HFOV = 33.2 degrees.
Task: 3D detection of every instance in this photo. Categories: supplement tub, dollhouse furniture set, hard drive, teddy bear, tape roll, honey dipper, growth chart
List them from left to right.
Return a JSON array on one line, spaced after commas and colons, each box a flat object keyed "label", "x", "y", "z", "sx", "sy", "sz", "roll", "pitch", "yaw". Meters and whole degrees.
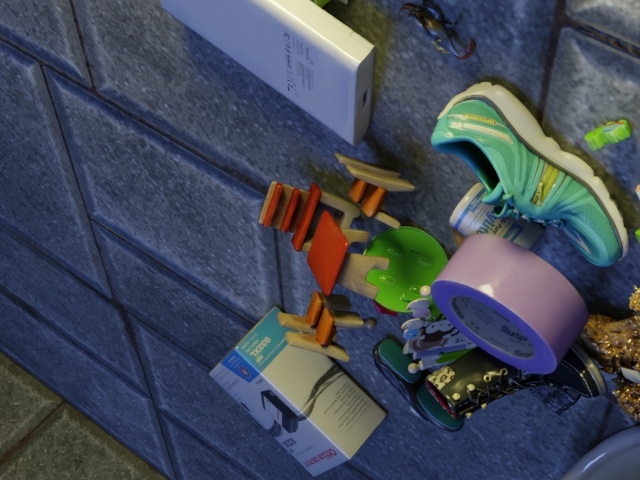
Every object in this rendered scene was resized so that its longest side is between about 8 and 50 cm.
[{"label": "hard drive", "x": -0.081, "y": -0.284, "z": 1.421, "sx": 0.353, "sy": 0.047, "sz": 0.233, "roll": 36, "pitch": 165, "yaw": 12}, {"label": "dollhouse furniture set", "x": 0.000, "y": 0.000, "z": 1.524, "sx": 0.135, "sy": 0.262, "sz": 0.259, "roll": 16, "pitch": -166, "yaw": -16}, {"label": "honey dipper", "x": 0.046, "y": 0.155, "z": 1.909, "sx": 0.160, "sy": 0.030, "sz": 0.030, "roll": -10, "pitch": 121, "yaw": 53}, {"label": "growth chart", "x": 0.194, "y": 0.118, "z": 1.547, "sx": 0.237, "sy": 0.172, "sz": 0.021, "roll": 94, "pitch": 156, "yaw": -53}, {"label": "supplement tub", "x": 0.229, "y": -0.019, "z": 1.395, "sx": 0.107, "sy": 0.071, "sz": 0.071, "roll": 37, "pitch": 151, "yaw": 13}, {"label": "tape roll", "x": 0.239, "y": 0.081, "z": 1.367, "sx": 0.189, "sy": 0.080, "sz": 0.189, "roll": 34, "pitch": 161, "yaw": 13}, {"label": "teddy bear", "x": 0.454, "y": 0.147, "z": 1.312, "sx": 0.245, "sy": 0.113, "sz": 0.338, "roll": 50, "pitch": 160, "yaw": 4}]

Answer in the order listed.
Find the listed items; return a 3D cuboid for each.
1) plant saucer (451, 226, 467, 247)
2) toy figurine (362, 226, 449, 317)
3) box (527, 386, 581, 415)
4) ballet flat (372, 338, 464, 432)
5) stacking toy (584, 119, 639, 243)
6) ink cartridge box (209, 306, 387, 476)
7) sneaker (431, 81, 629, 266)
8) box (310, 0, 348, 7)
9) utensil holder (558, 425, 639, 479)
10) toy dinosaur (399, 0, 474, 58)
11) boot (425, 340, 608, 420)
[{"label": "plant saucer", "x": 0.220, "y": -0.002, "z": 1.486, "sx": 0.083, "sy": 0.015, "sz": 0.083, "roll": 33, "pitch": 150, "yaw": 22}, {"label": "toy figurine", "x": 0.137, "y": 0.069, "z": 1.624, "sx": 0.173, "sy": 0.130, "sz": 0.159, "roll": 17, "pitch": 163, "yaw": 0}, {"label": "box", "x": 0.345, "y": 0.222, "z": 1.618, "sx": 0.083, "sy": 0.018, "sz": 0.067, "roll": 39, "pitch": 151, "yaw": 9}, {"label": "ballet flat", "x": 0.164, "y": 0.254, "z": 1.844, "sx": 0.203, "sy": 0.074, "sz": 0.074, "roll": 46, "pitch": 152, "yaw": 10}, {"label": "stacking toy", "x": 0.399, "y": -0.054, "z": 1.147, "sx": 0.221, "sy": 0.052, "sz": 0.167, "roll": 1, "pitch": 129, "yaw": 53}, {"label": "ink cartridge box", "x": -0.049, "y": 0.305, "z": 2.123, "sx": 0.307, "sy": 0.129, "sz": 0.223, "roll": 44, "pitch": 151, "yaw": 0}, {"label": "sneaker", "x": 0.245, "y": -0.061, "z": 1.273, "sx": 0.275, "sy": 0.110, "sz": 0.107, "roll": 43, "pitch": 159, "yaw": 3}, {"label": "box", "x": -0.045, "y": -0.361, "z": 1.325, "sx": 0.178, "sy": 0.042, "sz": 0.109, "roll": 34, "pitch": 150, "yaw": 20}, {"label": "utensil holder", "x": 0.495, "y": 0.506, "z": 1.488, "sx": 0.385, "sy": 0.327, "sz": 0.327, "roll": 41, "pitch": 152, "yaw": 2}, {"label": "toy dinosaur", "x": 0.143, "y": -0.248, "z": 1.257, "sx": 0.082, "sy": 0.047, "sz": 0.090, "roll": 47, "pitch": -174, "yaw": -23}, {"label": "boot", "x": 0.262, "y": 0.193, "z": 1.459, "sx": 0.085, "sy": 0.178, "sz": 0.236, "roll": 62, "pitch": 169, "yaw": -23}]
